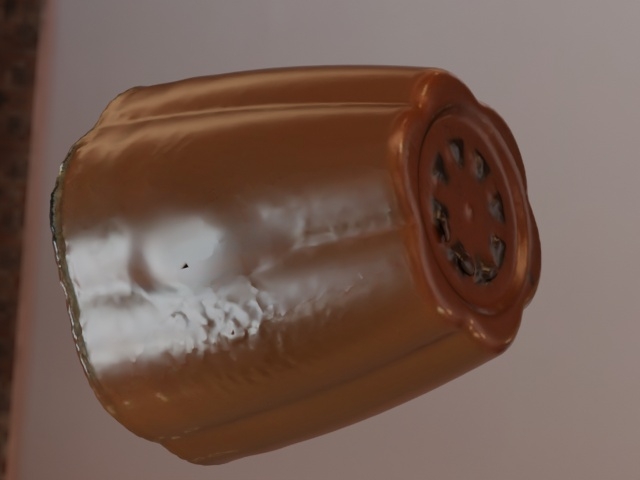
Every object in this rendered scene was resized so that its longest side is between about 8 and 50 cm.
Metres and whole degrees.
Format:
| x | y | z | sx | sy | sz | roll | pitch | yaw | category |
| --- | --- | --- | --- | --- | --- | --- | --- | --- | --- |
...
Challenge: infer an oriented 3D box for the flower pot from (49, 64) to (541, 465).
| x | y | z | sx | sy | sz | roll | pitch | yaw | category |
| --- | --- | --- | --- | --- | --- | --- | --- | --- | --- |
| 0.000 | 0.000 | 0.923 | 0.173 | 0.190 | 0.191 | -14 | 173 | 31 | flower pot |
